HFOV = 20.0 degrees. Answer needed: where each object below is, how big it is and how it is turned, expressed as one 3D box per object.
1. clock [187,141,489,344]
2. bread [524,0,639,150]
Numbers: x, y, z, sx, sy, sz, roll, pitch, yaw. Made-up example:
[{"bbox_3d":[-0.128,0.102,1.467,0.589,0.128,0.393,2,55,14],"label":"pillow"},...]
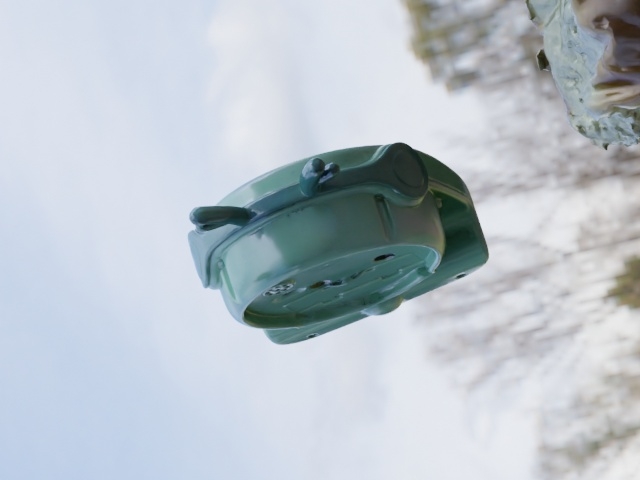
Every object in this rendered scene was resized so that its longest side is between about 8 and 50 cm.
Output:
[{"bbox_3d":[0.000,0.000,1.078,0.211,0.159,0.066,26,-137,-65],"label":"clock"},{"bbox_3d":[0.249,-0.228,1.267,0.279,0.250,0.225,65,172,-3],"label":"bread"}]
